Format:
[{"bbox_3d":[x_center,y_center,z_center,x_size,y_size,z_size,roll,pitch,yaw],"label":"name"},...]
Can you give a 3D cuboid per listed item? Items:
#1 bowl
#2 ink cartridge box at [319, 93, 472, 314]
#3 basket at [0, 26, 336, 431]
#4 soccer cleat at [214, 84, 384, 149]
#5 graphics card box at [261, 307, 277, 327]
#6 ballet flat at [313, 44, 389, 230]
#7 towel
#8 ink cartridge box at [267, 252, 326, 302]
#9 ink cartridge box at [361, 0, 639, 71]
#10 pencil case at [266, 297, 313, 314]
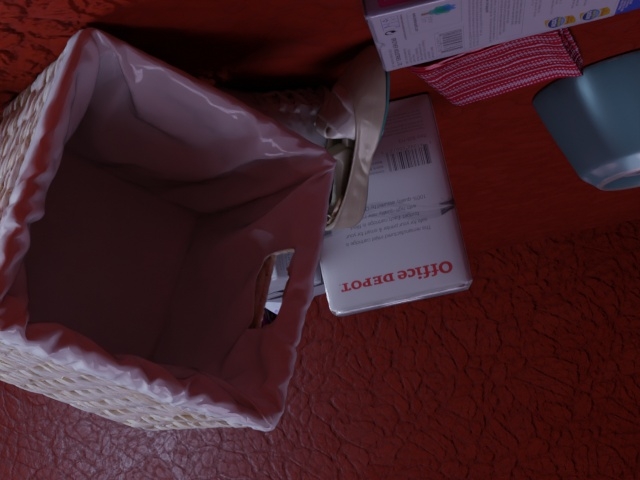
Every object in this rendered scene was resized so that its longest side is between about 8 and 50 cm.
[{"bbox_3d":[0.500,-0.178,1.689,0.312,0.163,0.311,-12,172,-2],"label":"bowl"},{"bbox_3d":[0.088,-0.045,1.579,0.207,0.283,0.117,-12,171,4],"label":"ink cartridge box"},{"bbox_3d":[-0.208,0.013,1.162,0.331,0.328,0.266,26,153,-31],"label":"basket"},{"bbox_3d":[-0.035,-0.155,1.382,0.143,0.116,0.331,-42,156,18],"label":"soccer cleat"},{"bbox_3d":[-0.161,0.071,2.149,0.094,0.232,0.371,-9,171,6],"label":"graphics card box"},{"bbox_3d":[0.028,-0.117,1.329,0.086,0.248,0.086,4,-147,-3],"label":"ballet flat"},{"bbox_3d":[0.237,-0.231,1.437,0.199,0.031,0.275,-14,171,19],"label":"towel"},{"bbox_3d":[-0.078,-0.027,1.672,0.129,0.223,0.307,-16,170,20],"label":"ink cartridge box"},{"bbox_3d":[0.201,-0.259,1.116,0.311,0.065,0.186,-11,171,7],"label":"ink cartridge box"},{"bbox_3d":[-0.028,0.009,1.946,0.113,0.124,0.273,6,129,-30],"label":"pencil case"}]
